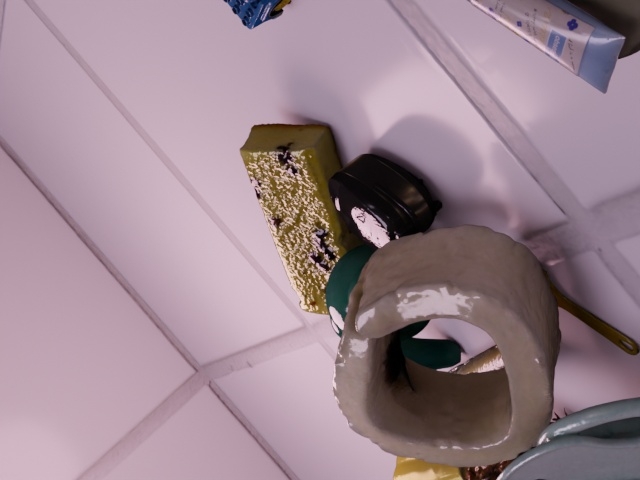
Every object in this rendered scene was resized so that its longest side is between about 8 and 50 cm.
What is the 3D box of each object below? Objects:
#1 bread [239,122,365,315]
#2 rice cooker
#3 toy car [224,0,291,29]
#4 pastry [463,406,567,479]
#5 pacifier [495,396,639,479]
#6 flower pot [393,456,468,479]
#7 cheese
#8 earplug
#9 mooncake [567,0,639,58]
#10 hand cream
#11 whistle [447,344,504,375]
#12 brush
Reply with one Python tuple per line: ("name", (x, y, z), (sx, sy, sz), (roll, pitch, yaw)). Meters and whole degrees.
("bread", (-0.010, -0.020, 1.606), (0.138, 0.077, 0.361), (3, 131, 27))
("rice cooker", (0.087, -0.052, 1.419), (0.165, 0.106, 0.112), (30, 151, 27))
("toy car", (-0.086, -0.343, 1.267), (0.097, 0.100, 0.191), (51, 153, 4))
("pastry", (0.342, 0.399, 1.546), (0.275, 0.275, 0.193), (47, -167, 3))
("pacifier", (0.389, 0.334, 1.220), (0.269, 0.344, 0.288), (-96, -8, -48))
("flower pot", (0.253, 0.415, 1.779), (0.195, 0.195, 0.179), (49, 146, -2))
("cheese", (0.166, 0.142, 1.333), (0.293, 0.153, 0.332), (4, 127, 16))
("earplug", (0.115, 0.124, 1.558), (0.257, 0.164, 0.280), (56, 170, 0))
("mooncake", (0.216, -0.283, 0.795), (0.275, 0.135, 0.275), (41, 155, 24))
("hand cream", (0.169, -0.185, 0.805), (0.171, 0.043, 0.065), (40, 157, 23))
("whistle", (0.260, 0.211, 1.582), (0.326, 0.057, 0.067), (131, 139, -66))
("brush", (0.334, 0.091, 1.331), (0.205, 0.011, 0.083), (35, 153, 27))
